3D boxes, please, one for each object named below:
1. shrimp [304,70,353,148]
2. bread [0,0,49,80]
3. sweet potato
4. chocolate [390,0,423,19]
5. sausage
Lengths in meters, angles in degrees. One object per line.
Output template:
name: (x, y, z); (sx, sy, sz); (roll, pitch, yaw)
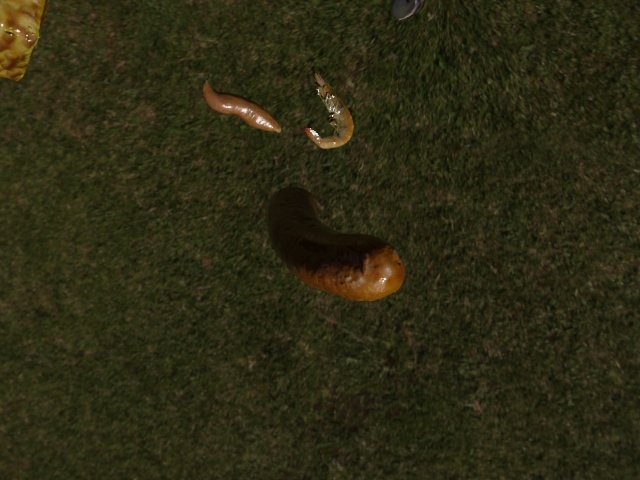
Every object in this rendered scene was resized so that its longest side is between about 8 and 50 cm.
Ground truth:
shrimp: (0.002, -0.186, 0.849); (0.023, 0.083, 0.114); (-2, 119, 60)
bread: (-0.468, -0.358, 0.885); (0.096, 0.222, 0.181); (15, 155, -33)
sweet potato: (-0.176, -0.296, 1.316); (0.202, 0.058, 0.055); (21, 96, -26)
chocolate: (0.026, -0.339, 0.622); (0.147, 0.221, 0.221); (-19, 109, 3)
sausage: (-0.004, 0.003, 0.744); (0.103, 0.302, 0.076); (-32, 119, -10)
